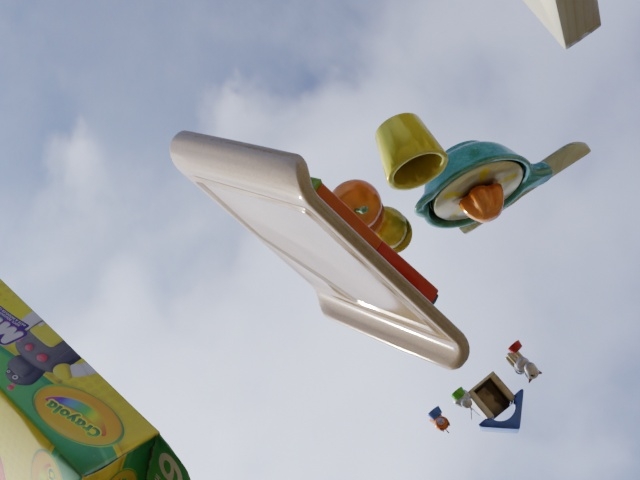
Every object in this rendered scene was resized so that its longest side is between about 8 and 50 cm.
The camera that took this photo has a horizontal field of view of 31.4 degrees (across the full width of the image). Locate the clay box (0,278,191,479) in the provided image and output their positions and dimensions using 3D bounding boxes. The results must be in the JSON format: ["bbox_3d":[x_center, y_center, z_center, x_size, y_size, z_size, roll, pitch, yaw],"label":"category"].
[{"bbox_3d":[-0.162,0.105,0.605,0.053,0.222,0.127,-25,-38,-41],"label":"clay box"}]

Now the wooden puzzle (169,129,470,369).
[{"bbox_3d":[0.000,0.000,0.944,0.044,0.221,0.239,-51,-58,-14],"label":"wooden puzzle"}]

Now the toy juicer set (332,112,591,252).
[{"bbox_3d":[0.156,-0.039,1.314,0.329,0.089,0.209,3,-37,-41],"label":"toy juicer set"}]

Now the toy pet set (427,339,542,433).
[{"bbox_3d":[0.180,0.176,1.191,0.122,0.114,0.065,-38,-107,-5],"label":"toy pet set"}]

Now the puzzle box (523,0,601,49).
[{"bbox_3d":[0.158,-0.423,1.234,0.052,0.409,0.272,-34,-28,4],"label":"puzzle box"}]
